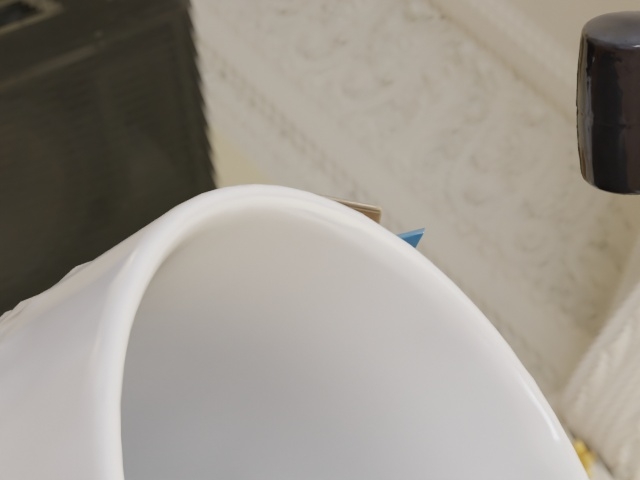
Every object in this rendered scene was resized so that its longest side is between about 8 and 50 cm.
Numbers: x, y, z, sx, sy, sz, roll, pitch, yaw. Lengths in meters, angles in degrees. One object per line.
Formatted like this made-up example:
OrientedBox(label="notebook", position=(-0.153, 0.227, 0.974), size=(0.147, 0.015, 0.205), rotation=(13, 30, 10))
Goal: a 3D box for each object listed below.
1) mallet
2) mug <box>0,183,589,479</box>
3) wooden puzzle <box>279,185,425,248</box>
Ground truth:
OrientedBox(label="mallet", position=(0.150, -0.032, 0.590), size=(0.189, 0.039, 0.062), rotation=(23, -53, 54))
OrientedBox(label="mug", position=(-0.086, 0.212, 0.635), size=(0.328, 0.276, 0.374), rotation=(-31, -135, 31))
OrientedBox(label="wooden puzzle", position=(0.000, 0.000, 1.105), size=(0.116, 0.014, 0.079), rotation=(17, -53, 1))
